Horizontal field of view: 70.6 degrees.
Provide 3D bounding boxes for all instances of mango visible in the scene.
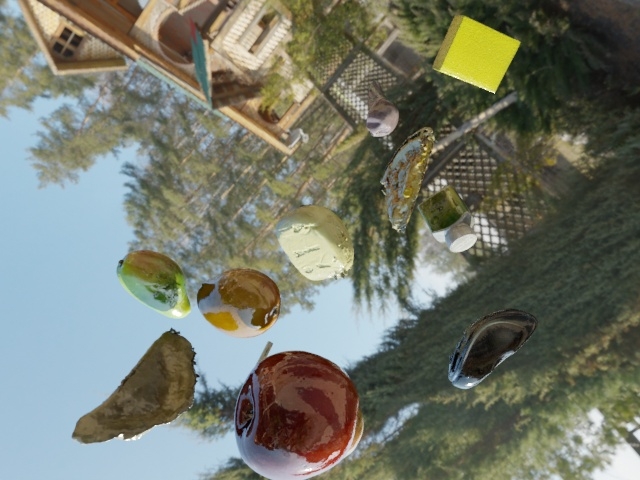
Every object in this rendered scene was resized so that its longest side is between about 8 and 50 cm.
[{"bbox_3d":[-0.174,0.135,0.951,0.120,0.221,0.151,-42,-76,-44],"label":"mango"},{"bbox_3d":[-0.387,0.108,1.093,0.232,0.126,0.111,58,-147,-40],"label":"mango"}]

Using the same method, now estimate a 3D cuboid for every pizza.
[{"bbox_3d":[0.350,-0.279,1.982,0.080,0.434,0.392,15,-169,-11],"label":"pizza"}]

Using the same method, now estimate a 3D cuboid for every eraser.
[{"bbox_3d":[0.283,-0.339,0.826,0.123,0.097,0.045,16,-157,-13],"label":"eraser"}]

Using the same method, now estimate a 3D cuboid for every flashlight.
[{"bbox_3d":[-0.153,0.311,1.219,0.018,0.018,0.083,33,-129,-6],"label":"flashlight"}]

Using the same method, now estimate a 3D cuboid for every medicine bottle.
[{"bbox_3d":[0.406,-0.062,1.418,0.088,0.132,0.188,35,-153,-48],"label":"medicine bottle"}]

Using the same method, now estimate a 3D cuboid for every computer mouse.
[{"bbox_3d":[0.365,0.226,1.000,0.096,0.233,0.137,50,178,17],"label":"computer mouse"}]

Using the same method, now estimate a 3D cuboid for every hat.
[{"bbox_3d":[0.094,-0.192,0.656,0.058,0.042,0.086,59,-140,-56],"label":"hat"}]

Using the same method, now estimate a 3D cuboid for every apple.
[{"bbox_3d":[-0.044,0.307,0.803,0.202,0.218,0.218,14,-153,-16],"label":"apple"}]

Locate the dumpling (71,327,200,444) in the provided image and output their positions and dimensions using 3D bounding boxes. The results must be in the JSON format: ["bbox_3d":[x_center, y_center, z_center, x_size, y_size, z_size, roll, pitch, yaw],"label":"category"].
[{"bbox_3d":[-0.360,0.337,0.978,0.166,0.086,0.332,31,-148,2],"label":"dumpling"}]

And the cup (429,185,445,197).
[{"bbox_3d":[0.472,-0.142,1.714,0.102,0.099,0.074,60,-173,20],"label":"cup"}]

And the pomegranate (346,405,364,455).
[{"bbox_3d":[0.001,0.406,1.027,0.191,0.191,0.191,39,-162,-15],"label":"pomegranate"}]

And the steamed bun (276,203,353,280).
[{"bbox_3d":[0.000,0.000,1.520,0.272,0.232,0.166,54,-135,-8],"label":"steamed bun"}]
